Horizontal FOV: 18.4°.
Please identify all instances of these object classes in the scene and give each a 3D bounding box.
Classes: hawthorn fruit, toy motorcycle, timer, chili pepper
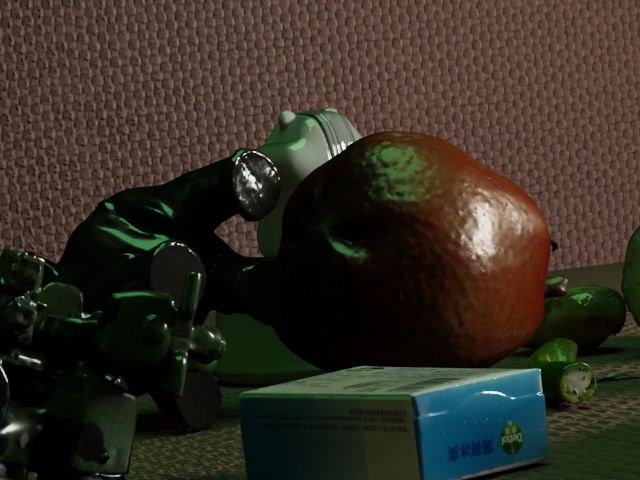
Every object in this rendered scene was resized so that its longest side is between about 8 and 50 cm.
[{"bbox_3d":[0.091,0.025,2.041,0.295,0.295,0.311,-5,0,30],"label":"hawthorn fruit"},{"bbox_3d":[-0.191,0.114,1.455,0.275,0.205,0.127,17,-16,-37],"label":"toy motorcycle"},{"bbox_3d":[0.000,0.000,2.348,0.290,0.315,0.291,-7,1,0],"label":"timer"},{"bbox_3d":[0.221,0.124,1.848,0.052,0.050,0.202,11,4,1],"label":"chili pepper"}]

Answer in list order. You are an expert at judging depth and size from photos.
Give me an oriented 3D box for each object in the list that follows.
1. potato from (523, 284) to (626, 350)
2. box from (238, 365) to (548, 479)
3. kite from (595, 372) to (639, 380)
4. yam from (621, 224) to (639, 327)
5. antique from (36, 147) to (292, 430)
[{"bbox_3d":[0.283,0.090,2.295,0.107,0.080,0.170,3,-1,-40],"label":"potato"},{"bbox_3d":[0.053,0.138,1.482,0.139,0.073,0.194,-7,2,-42],"label":"box"},{"bbox_3d":[0.387,0.125,1.976,0.250,0.012,0.229,-7,1,-10],"label":"kite"},{"bbox_3d":[0.464,0.020,2.235,0.195,0.195,0.300,-5,3,24],"label":"yam"},{"bbox_3d":[-0.181,0.066,1.982,0.255,0.185,0.322,-6,42,44],"label":"antique"}]
